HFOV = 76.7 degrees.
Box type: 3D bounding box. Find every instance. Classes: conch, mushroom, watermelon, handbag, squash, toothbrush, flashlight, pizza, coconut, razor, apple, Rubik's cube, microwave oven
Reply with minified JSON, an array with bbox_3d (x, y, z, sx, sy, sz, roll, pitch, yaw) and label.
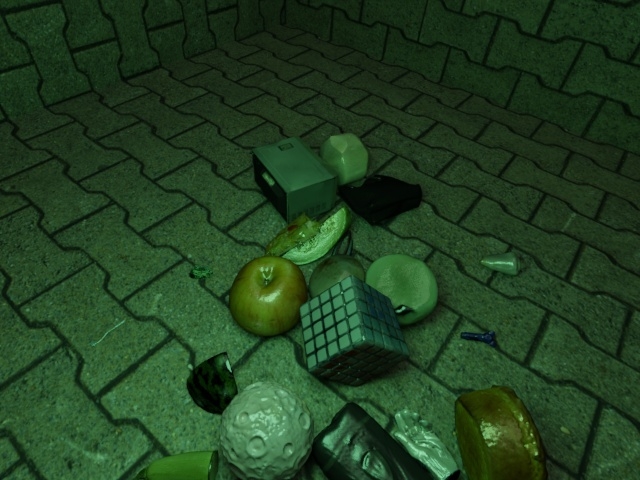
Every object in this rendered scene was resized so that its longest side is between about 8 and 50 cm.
[{"bbox_3d":[0.763,0.097,1.696,0.176,0.094,0.104,-5,55,28],"label":"conch"},{"bbox_3d":[0.065,0.158,1.499,0.226,0.178,0.226,-24,46,27],"label":"mushroom"},{"bbox_3d":[-0.335,0.443,1.236,0.145,0.137,0.193,-11,91,-17],"label":"watermelon"},{"bbox_3d":[0.259,-0.209,1.886,0.342,0.152,0.288,-21,40,-27],"label":"handbag"},{"bbox_3d":[0.000,0.000,1.656,0.111,0.203,0.289,52,52,-3],"label":"squash"},{"bbox_3d":[-0.724,0.315,1.386,0.013,0.011,0.131,44,54,5],"label":"toothbrush"},{"bbox_3d":[0.566,0.348,1.456,0.121,0.035,0.057,5,71,5],"label":"flashlight"},{"bbox_3d":[-0.082,-0.044,1.625,0.075,0.288,0.280,52,52,-16],"label":"pizza"},{"bbox_3d":[-0.390,0.623,1.084,0.224,0.094,0.094,-5,47,-1],"label":"squash"},{"bbox_3d":[0.102,-0.395,1.972,0.247,0.245,0.245,-19,51,-30],"label":"coconut"},{"bbox_3d":[0.142,0.622,1.102,0.204,0.113,0.349,-35,60,-30],"label":"razor"},{"bbox_3d":[-0.179,0.187,1.404,0.286,0.233,0.286,2,48,-3],"label":"apple"},{"bbox_3d":[0.099,0.287,1.276,0.237,0.238,0.237,32,32,-39],"label":"Rubik's cube"},{"bbox_3d":[-0.126,-0.274,1.856,0.286,0.218,0.355,-24,53,-23],"label":"microwave oven"}]

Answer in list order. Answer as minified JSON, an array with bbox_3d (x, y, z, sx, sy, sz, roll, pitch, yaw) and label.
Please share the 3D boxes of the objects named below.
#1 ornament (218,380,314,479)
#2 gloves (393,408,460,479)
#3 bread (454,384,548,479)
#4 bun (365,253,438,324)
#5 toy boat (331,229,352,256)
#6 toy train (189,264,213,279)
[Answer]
[{"bbox_3d":[-0.146,0.519,1.082,0.259,0.259,0.225,28,45,20],"label":"ornament"},{"bbox_3d":[0.296,0.589,1.160,0.119,0.097,0.229,-12,49,-33],"label":"gloves"},{"bbox_3d":[0.476,0.550,1.092,0.172,0.312,0.312,-6,47,2],"label":"bread"},{"bbox_3d":[0.291,0.193,1.493,0.283,0.179,0.283,-8,57,12],"label":"bun"},{"bbox_3d":[0.095,0.037,1.702,0.080,0.046,0.229,15,49,13],"label":"toy boat"},{"bbox_3d":[-0.463,0.126,1.573,0.083,0.033,0.053,12,52,5],"label":"toy train"}]
